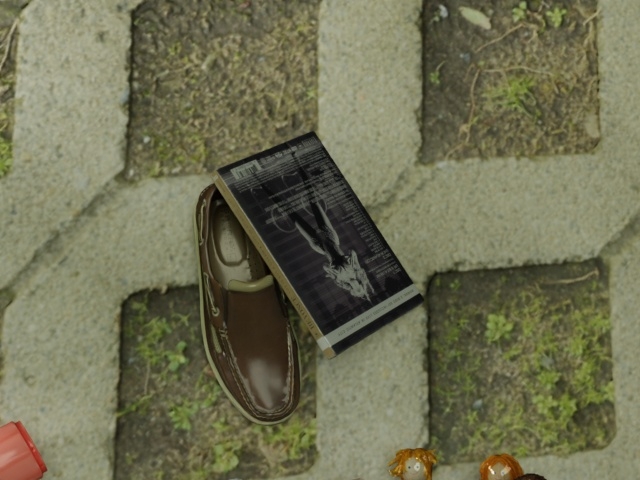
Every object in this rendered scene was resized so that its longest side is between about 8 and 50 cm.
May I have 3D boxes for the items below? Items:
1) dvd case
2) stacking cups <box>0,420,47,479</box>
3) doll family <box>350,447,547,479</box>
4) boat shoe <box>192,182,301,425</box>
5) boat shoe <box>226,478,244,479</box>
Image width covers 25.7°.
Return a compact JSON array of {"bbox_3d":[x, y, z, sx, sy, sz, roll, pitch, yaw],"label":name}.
[{"bbox_3d":[0.000,0.000,1.447,0.164,0.018,0.221,-27,81,-49],"label":"dvd case"},{"bbox_3d":[-0.409,0.277,1.323,0.316,0.096,0.096,-28,81,-14],"label":"stacking cups"},{"bbox_3d":[0.128,0.290,1.405,0.263,0.118,0.163,-3,82,9],"label":"doll family"},{"bbox_3d":[-0.080,0.061,1.427,0.095,0.095,0.257,-15,78,-12],"label":"boat shoe"},{"bbox_3d":[-0.040,0.336,1.371,0.080,0.076,0.228,-22,80,-13],"label":"boat shoe"}]
